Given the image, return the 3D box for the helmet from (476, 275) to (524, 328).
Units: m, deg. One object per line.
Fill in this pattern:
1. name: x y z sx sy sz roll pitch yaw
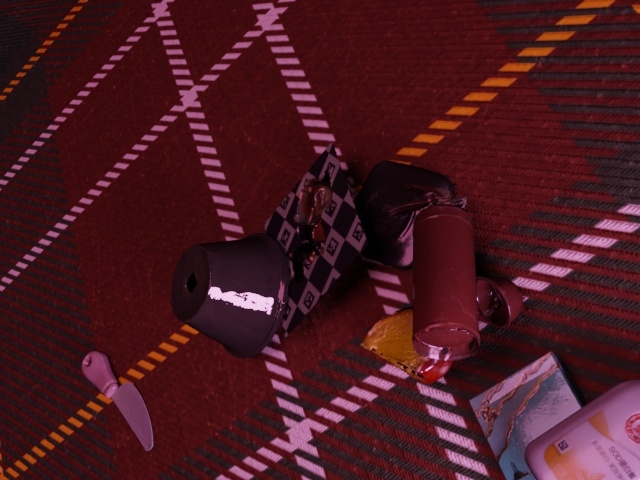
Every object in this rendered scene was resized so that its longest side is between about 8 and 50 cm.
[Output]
1. helmet: 0.299 0.091 1.233 0.111 0.057 0.089 33 141 62

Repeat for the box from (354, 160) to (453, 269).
1. box: 0.139 -0.052 1.428 0.212 0.042 0.201 25 93 44

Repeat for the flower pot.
1. flower pot: -0.202 0.099 1.552 0.269 0.166 0.269 -23 58 45

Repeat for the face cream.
1. face cream: 0.431 0.268 1.020 0.291 0.071 0.144 -35 59 8

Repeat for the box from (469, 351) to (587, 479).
1. box: 0.343 0.306 1.134 0.162 0.041 0.229 -38 55 22

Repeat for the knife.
1. knife: -0.476 0.376 1.811 0.336 0.043 0.081 37 93 35

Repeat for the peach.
1. peach: 0.160 0.186 1.297 0.172 0.092 0.127 -14 59 45

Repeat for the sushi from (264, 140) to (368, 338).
1. sushi: 0.000 0.000 1.499 0.294 0.059 0.292 -47 42 35

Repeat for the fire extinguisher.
1. fire extinguisher: 0.185 0.031 1.253 0.147 0.107 0.337 -6 51 14
